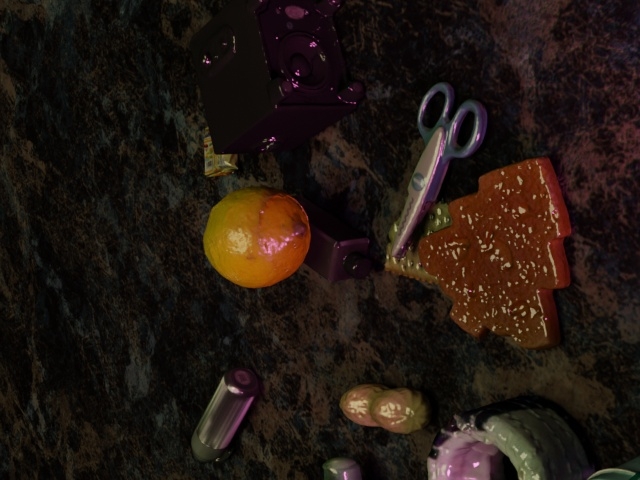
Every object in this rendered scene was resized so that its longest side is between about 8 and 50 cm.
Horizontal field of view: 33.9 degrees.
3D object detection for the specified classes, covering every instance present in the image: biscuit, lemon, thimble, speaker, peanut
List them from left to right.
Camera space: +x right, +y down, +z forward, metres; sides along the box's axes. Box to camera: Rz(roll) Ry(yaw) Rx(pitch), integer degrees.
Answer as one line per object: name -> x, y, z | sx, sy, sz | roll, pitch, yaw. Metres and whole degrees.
lemon -> -0.109, -0.008, 1.793 | 0.193, 0.181, 0.180 | -146, 56, -67
speaker -> -0.084, -0.294, 1.837 | 0.254, 0.184, 0.232 | -26, 75, 53
peanut -> 0.106, 0.279, 1.759 | 0.187, 0.082, 0.082 | 1, 97, 52
biscuit -> 0.177, 0.000, 1.679 | 0.203, 0.016, 0.144 | 16, 108, 49
biscuit -> 0.275, 0.012, 1.526 | 0.278, 0.043, 0.301 | 45, 127, 33
thimble -> 0.276, 0.341, 1.495 | 0.237, 0.150, 0.237 | 8, 100, 51

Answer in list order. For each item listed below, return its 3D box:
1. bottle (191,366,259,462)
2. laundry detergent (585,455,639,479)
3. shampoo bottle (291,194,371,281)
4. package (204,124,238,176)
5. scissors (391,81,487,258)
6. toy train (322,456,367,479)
bottle -> -0.195, 0.368, 2.176 | 0.096, 0.079, 0.253 | 30, 126, 1
laundry detergent -> 0.425, 0.347, 1.114 | 0.287, 0.305, 0.287 | 50, 150, 43
shampoo bottle -> 0.000, 0.000, 1.857 | 0.246, 0.080, 0.079 | 35, 123, 45
package -> -0.203, -0.187, 2.132 | 0.108, 0.031, 0.120 | -10, 83, 52
scissors -> 0.169, -0.099, 1.638 | 0.138, 0.041, 0.289 | 38, 118, 40
toy train -> 0.002, 0.603, 1.793 | 0.179, 0.272, 0.442 | -3, 93, 55
